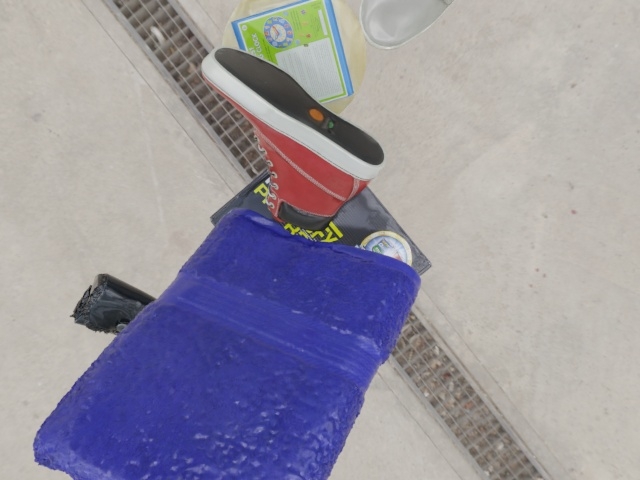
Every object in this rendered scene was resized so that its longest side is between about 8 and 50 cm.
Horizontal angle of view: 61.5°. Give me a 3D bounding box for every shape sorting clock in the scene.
[{"bbox_3d":[-0.037,-0.261,0.768,0.206,0.040,0.206,-2,118,-4],"label":"shape sorting clock"}]

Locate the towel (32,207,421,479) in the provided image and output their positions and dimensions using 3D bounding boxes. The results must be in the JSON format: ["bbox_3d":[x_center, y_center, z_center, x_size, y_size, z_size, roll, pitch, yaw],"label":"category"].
[{"bbox_3d":[-0.063,0.109,0.485,0.228,0.308,0.076,18,136,18],"label":"towel"}]

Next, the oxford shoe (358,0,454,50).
[{"bbox_3d":[0.237,-0.544,0.984,0.169,0.130,0.449,43,111,-11],"label":"oxford shoe"}]

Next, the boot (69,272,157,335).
[{"bbox_3d":[-0.304,0.124,0.965,0.247,0.094,0.207,-32,128,32],"label":"boot"}]

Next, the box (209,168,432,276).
[{"bbox_3d":[0.000,0.000,0.820,0.216,0.060,0.270,-39,91,6],"label":"box"}]

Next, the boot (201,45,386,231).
[{"bbox_3d":[-0.064,-0.112,0.678,0.244,0.088,0.176,35,133,-10],"label":"boot"}]
